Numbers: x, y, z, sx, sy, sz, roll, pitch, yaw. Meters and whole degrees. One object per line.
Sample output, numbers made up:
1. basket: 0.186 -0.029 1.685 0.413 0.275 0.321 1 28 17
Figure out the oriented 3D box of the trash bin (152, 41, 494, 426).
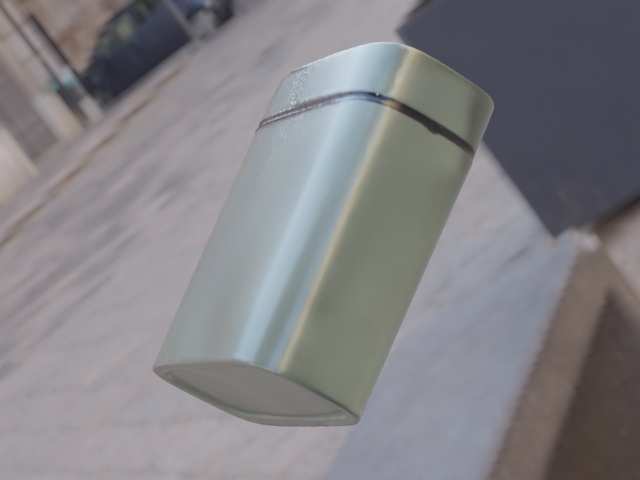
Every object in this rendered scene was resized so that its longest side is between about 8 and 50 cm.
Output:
1. trash bin: 0.000 0.000 0.746 0.116 0.059 0.130 -13 51 65
